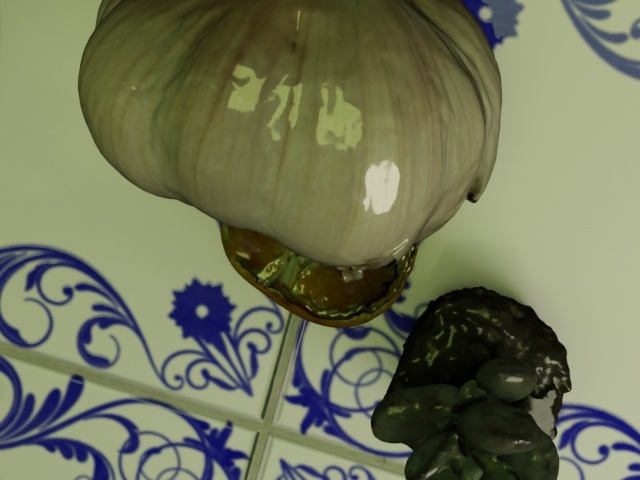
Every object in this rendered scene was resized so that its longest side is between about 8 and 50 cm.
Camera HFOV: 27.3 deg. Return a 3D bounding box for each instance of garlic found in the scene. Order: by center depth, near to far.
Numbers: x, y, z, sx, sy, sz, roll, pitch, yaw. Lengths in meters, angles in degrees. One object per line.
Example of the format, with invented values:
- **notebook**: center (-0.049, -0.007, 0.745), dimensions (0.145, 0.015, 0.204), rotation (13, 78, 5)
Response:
- **garlic**: center (-0.017, -0.124, 0.979), dimensions (0.322, 0.322, 0.241), rotation (31, 108, -1)

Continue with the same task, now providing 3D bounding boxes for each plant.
- **plant**: center (0.119, 0.132, 1.033), dimensions (0.149, 0.274, 0.146), rotation (17, 111, 4)

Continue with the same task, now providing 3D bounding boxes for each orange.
- **orange**: center (0.000, 0.000, 1.096), dimensions (0.160, 0.112, 0.170), rotation (-5, 60, 4)
